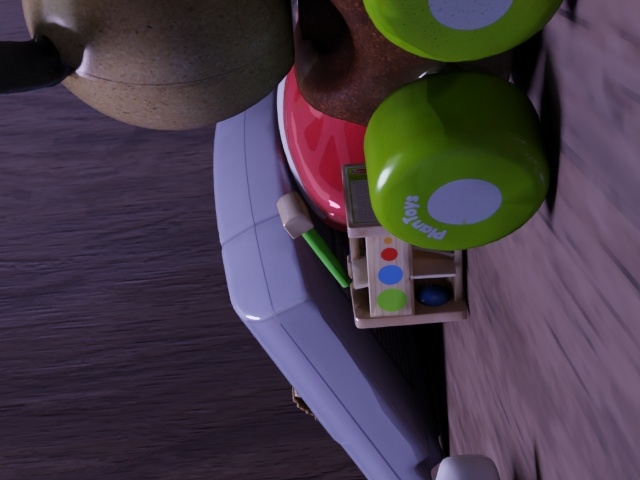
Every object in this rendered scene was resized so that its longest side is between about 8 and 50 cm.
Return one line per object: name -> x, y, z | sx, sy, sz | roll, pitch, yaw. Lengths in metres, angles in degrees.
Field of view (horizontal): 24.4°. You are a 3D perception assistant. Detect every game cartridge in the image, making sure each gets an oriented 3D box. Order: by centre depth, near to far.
game cartridge -> 0.002, 0.005, 0.948 | 0.196, 0.060, 0.294 | 59, -166, -31

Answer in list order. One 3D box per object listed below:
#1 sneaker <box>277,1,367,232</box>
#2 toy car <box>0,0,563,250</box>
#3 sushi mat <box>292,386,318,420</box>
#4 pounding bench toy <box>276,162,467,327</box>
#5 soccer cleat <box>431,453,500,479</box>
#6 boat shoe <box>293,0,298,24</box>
sneaker -> 0.012, -0.123, 0.823 | 0.128, 0.087, 0.221 | 81, -178, -71
toy car -> -0.037, -0.087, 0.425 | 0.149, 0.188, 0.155 | 85, 180, -51
sushi mat -> 0.021, 0.082, 1.427 | 0.151, 0.019, 0.317 | 38, -153, -28
pounding bench toy -> 0.023, 0.005, 0.684 | 0.052, 0.083, 0.065 | -96, 1, -54
soccer cleat -> 0.048, 0.133, 0.568 | 0.196, 0.068, 0.076 | 106, 165, -70
boat shoe -> 0.014, -0.174, 1.094 | 0.228, 0.068, 0.081 | -97, 2, -81
